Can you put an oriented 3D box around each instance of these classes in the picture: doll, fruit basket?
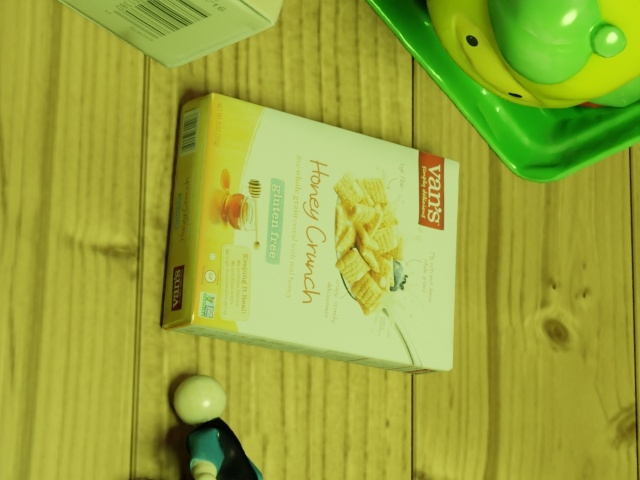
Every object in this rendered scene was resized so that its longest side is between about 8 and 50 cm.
[{"bbox_3d":[-0.062,0.180,1.159,0.129,0.046,0.189,43,29,-66],"label":"doll"},{"bbox_3d":[0.152,-0.199,1.266,0.392,0.283,0.392,24,54,-38],"label":"fruit basket"}]

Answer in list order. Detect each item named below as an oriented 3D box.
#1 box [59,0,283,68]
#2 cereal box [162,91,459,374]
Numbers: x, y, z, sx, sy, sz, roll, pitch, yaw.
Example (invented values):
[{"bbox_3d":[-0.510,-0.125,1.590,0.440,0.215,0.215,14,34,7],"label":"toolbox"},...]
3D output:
[{"bbox_3d":[-0.071,-0.296,1.213,0.121,0.148,0.311,31,66,-29],"label":"box"},{"bbox_3d":[0.000,0.000,1.266,0.240,0.047,0.173,12,74,-34],"label":"cereal box"}]
